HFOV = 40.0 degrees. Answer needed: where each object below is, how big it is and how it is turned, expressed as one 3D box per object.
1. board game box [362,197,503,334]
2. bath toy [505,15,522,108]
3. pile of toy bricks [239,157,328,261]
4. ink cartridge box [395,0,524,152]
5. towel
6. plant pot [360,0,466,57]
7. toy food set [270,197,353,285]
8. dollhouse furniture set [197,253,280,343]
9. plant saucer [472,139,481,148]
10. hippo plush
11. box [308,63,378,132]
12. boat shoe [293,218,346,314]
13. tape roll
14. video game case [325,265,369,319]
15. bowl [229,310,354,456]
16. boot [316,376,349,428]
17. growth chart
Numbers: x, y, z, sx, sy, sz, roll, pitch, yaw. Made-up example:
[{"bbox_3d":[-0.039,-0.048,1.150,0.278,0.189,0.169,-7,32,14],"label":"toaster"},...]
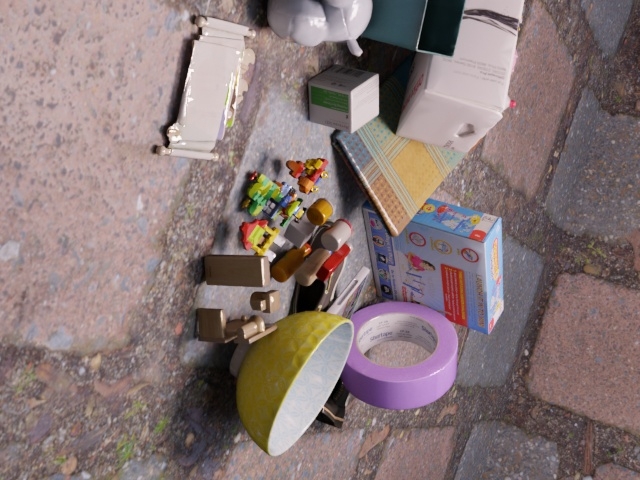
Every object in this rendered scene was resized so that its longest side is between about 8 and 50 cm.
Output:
[{"bbox_3d":[0.262,0.045,2.019,0.086,0.301,0.308,-51,146,-34],"label":"board game box"},{"bbox_3d":[0.466,-0.487,2.266,0.151,0.129,0.348,-20,124,-56],"label":"bath toy"},{"bbox_3d":[-0.088,-0.078,1.563,0.105,0.118,0.212,37,82,-25],"label":"pile of toy bricks"},{"bbox_3d":[0.289,-0.412,1.773,0.285,0.166,0.395,117,-14,-77],"label":"ink cartridge box"},{"bbox_3d":[0.187,-0.219,1.913,0.370,0.040,0.271,-48,116,-34],"label":"towel"},{"bbox_3d":[0.117,-0.431,1.559,0.165,0.234,0.166,-12,115,-59],"label":"plant pot"},{"bbox_3d":[0.000,0.000,1.652,0.104,0.111,0.232,-46,168,-43],"label":"toy food set"},{"bbox_3d":[-0.128,0.092,1.547,0.123,0.144,0.151,-21,109,-61],"label":"dollhouse furniture set"},{"bbox_3d":[0.362,-0.293,2.220,0.200,0.037,0.200,-24,132,-31],"label":"plant saucer"},{"bbox_3d":[0.014,-0.443,1.422,0.237,0.294,0.234,105,-28,-63],"label":"hippo plush"},{"bbox_3d":[0.044,-0.269,1.662,0.102,0.101,0.087,-40,139,-42],"label":"box"},{"bbox_3d":[-0.004,0.070,1.791,0.068,0.081,0.228,-24,128,-59],"label":"boat shoe"},{"bbox_3d":[0.176,0.259,2.015,0.275,0.274,0.090,-43,140,-42],"label":"tape roll"},{"bbox_3d":[0.033,0.175,1.904,0.183,0.023,0.201,-48,163,-43],"label":"video game case"},{"bbox_3d":[-0.076,0.242,1.659,0.289,0.156,0.289,-50,158,-29],"label":"bowl"},{"bbox_3d":[0.024,0.349,2.026,0.198,0.076,0.137,63,46,-70],"label":"boot"},{"bbox_3d":[-0.171,-0.235,1.383,0.172,0.021,0.237,9,97,-62],"label":"growth chart"}]
